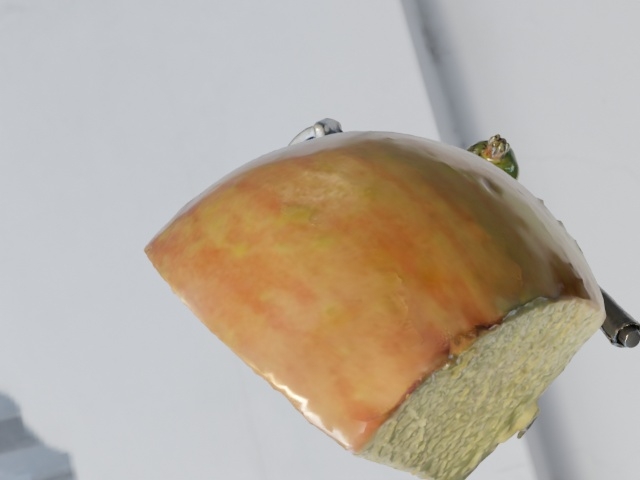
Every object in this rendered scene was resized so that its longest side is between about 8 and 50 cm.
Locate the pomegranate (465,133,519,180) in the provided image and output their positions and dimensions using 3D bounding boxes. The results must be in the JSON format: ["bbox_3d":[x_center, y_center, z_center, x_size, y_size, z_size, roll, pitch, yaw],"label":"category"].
[{"bbox_3d":[0.184,-0.083,1.448,0.073,0.073,0.084,-18,148,14],"label":"pomegranate"}]

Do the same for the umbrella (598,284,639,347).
[{"bbox_3d":[0.306,0.078,1.398,0.031,0.133,0.036,28,103,-24],"label":"umbrella"}]

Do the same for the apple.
[{"bbox_3d":[0.027,0.036,1.022,0.314,0.309,0.252,-24,144,-33],"label":"apple"}]

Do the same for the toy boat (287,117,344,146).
[{"bbox_3d":[0.000,0.000,1.439,0.129,0.309,0.142,7,-145,9],"label":"toy boat"}]
